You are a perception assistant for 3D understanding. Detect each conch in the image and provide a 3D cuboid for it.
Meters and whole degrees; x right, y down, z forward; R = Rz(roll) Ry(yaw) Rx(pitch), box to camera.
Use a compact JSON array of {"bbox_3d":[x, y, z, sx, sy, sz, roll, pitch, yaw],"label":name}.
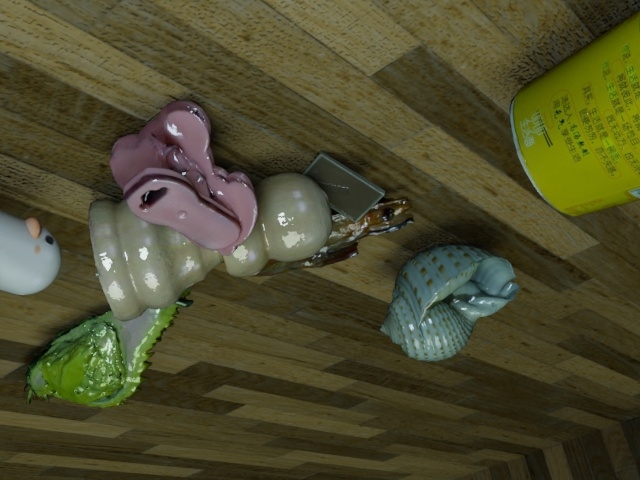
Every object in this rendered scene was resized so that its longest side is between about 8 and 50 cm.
[{"bbox_3d":[0.172,0.076,1.216,0.200,0.131,0.172,-32,131,-22],"label":"conch"}]

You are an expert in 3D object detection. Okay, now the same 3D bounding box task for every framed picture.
[{"bbox_3d":[0.021,-0.060,0.984,0.089,0.007,0.066,31,138,-13],"label":"framed picture"}]

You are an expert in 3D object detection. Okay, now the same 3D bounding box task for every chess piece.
[{"bbox_3d":[-0.116,-0.008,0.954,0.260,0.143,0.143,-16,153,-6],"label":"chess piece"}]

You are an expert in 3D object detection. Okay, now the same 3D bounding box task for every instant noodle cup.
[{"bbox_3d":[0.322,-0.129,0.834,0.215,0.216,0.236,17,148,-43],"label":"instant noodle cup"}]

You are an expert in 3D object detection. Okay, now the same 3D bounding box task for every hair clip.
[{"bbox_3d":[-0.129,-0.057,0.852,0.138,0.102,0.123,28,130,-36],"label":"hair clip"}]

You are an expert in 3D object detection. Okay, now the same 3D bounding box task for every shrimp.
[{"bbox_3d":[0.000,0.000,1.080,0.248,0.068,0.150,-17,165,20],"label":"shrimp"}]

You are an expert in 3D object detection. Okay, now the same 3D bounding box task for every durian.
[{"bbox_3d":[-0.324,0.176,1.228,0.375,0.107,0.132,-31,142,24],"label":"durian"}]

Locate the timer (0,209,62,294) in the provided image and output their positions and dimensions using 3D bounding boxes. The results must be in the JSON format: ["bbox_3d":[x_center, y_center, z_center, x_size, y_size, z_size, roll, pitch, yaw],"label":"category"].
[{"bbox_3d":[-0.395,0.047,0.821,0.233,0.234,0.240,-30,145,30],"label":"timer"}]
